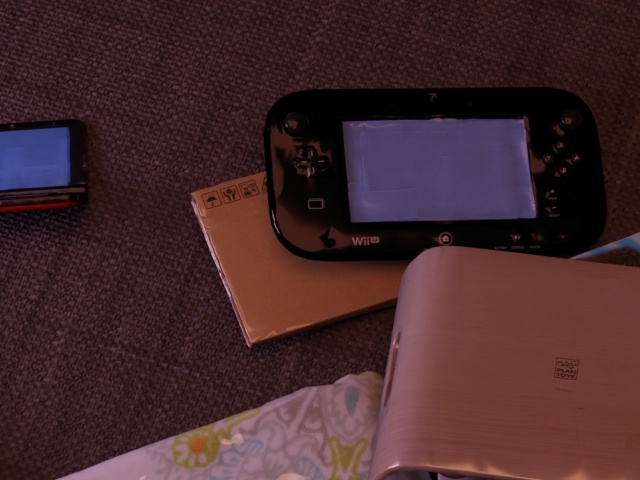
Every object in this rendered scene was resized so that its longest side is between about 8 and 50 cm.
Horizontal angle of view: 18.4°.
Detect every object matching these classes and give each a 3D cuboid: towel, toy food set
[{"bbox_3d":[-0.067,0.299,1.642,0.374,0.090,0.320,-19,58,-5],"label":"towel"},{"bbox_3d":[0.203,0.130,1.641,0.306,0.092,0.220,7,54,7],"label":"toy food set"}]

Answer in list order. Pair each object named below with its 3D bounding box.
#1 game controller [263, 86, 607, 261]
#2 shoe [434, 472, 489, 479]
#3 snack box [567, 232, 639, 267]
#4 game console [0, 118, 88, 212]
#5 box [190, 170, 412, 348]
[{"bbox_3d":[0.107,-0.061,1.826,0.319,0.067,0.166,-2,63,-10],"label":"game controller"},{"bbox_3d":[0.122,0.186,1.712,0.063,0.081,0.178,-22,54,-5],"label":"shoe"},{"bbox_3d":[0.271,0.162,1.692,0.187,0.060,0.322,-20,65,-6],"label":"snack box"},{"bbox_3d":[-0.294,-0.069,1.848,0.144,0.124,0.085,-5,92,-1],"label":"game console"},{"bbox_3d":[0.000,0.000,1.833,0.201,0.021,0.164,-17,67,-14],"label":"box"}]
